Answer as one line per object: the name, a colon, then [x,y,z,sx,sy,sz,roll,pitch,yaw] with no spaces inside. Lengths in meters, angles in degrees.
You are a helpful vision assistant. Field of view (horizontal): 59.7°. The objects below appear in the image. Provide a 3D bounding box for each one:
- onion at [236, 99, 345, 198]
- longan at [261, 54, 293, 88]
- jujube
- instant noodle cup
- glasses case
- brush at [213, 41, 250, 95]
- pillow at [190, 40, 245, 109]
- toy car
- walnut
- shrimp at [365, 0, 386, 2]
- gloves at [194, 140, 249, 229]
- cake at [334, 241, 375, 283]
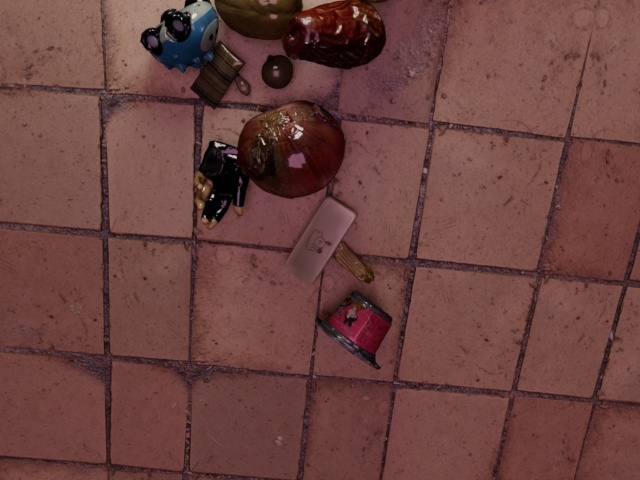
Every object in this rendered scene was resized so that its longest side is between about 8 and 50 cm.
onion: [-0.095,-0.301,1.786,0.353,0.354,0.354,0,106,0]
longan: [-0.143,-0.555,1.825,0.113,0.092,0.113,0,104,0]
jujube: [0.039,-0.624,1.694,0.342,0.216,0.216,-21,109,-34]
instant noodle cup: [0.143,0.302,2.003,0.302,0.258,0.182,35,89,20]
glasses case: [0.000,0.000,1.982,0.131,0.070,0.313,34,104,4]
brush: [-0.325,-0.609,1.846,0.039,0.042,0.299,-31,99,27]
pillow: [-0.342,-0.541,1.835,0.113,0.038,0.203,41,119,-2]
toy car: [-0.419,-0.633,1.747,0.255,0.189,0.190,-16,125,33]
walnut: [-0.189,-0.736,1.710,0.282,0.227,0.283,9,139,8]
shrimp: [0.191,-0.850,1.735,0.290,0.054,0.222,-33,72,-17]
gloves: [-0.335,-0.183,1.899,0.197,0.152,0.301,20,80,1]
cake: [0.118,0.096,2.002,0.079,0.116,0.185,-38,107,12]
